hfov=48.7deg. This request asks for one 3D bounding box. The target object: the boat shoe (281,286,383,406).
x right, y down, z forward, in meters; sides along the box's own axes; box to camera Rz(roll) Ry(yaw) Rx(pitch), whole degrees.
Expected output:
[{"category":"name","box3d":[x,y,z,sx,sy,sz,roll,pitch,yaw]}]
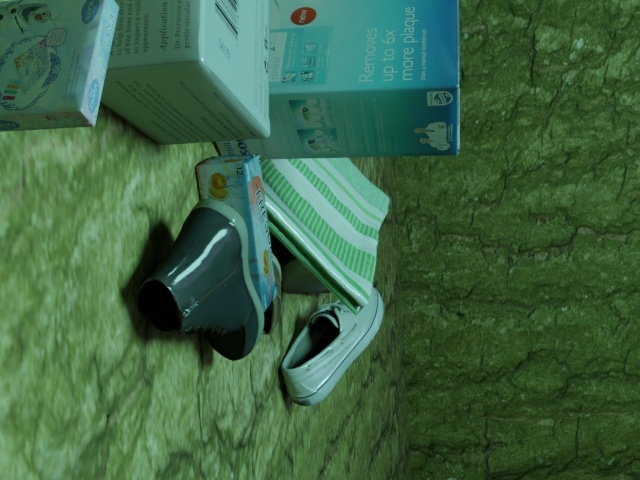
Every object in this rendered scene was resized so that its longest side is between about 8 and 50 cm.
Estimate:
[{"category":"boat shoe","box3d":[0.018,0.150,1.180,0.267,0.096,0.088,-47,130,-36]}]

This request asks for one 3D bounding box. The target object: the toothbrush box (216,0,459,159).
[{"category":"toothbrush box","box3d":[0.020,-0.219,0.860,0.126,0.295,0.217,72,22,-57]}]

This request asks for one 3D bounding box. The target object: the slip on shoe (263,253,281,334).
[{"category":"slip on shoe","box3d":[-0.079,0.068,0.949,0.041,0.051,0.135,-79,170,-51]}]

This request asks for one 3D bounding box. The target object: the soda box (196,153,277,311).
[{"category":"soda box","box3d":[-0.097,-0.008,0.840,0.058,0.062,0.183,-55,142,-68]}]

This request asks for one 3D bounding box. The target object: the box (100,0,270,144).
[{"category":"box","box3d":[-0.123,-0.198,0.628,0.182,0.118,0.181,38,52,-74]}]

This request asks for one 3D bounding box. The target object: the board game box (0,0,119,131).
[{"category":"board game box","box3d":[-0.178,-0.112,0.444,0.020,0.089,0.090,60,31,-64]}]

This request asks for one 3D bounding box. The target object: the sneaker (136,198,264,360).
[{"category":"sneaker","box3d":[-0.126,0.073,0.723,0.118,0.083,0.222,-55,152,-39]}]

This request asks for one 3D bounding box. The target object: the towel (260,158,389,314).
[{"category":"towel","box3d":[0.006,-0.063,1.069,0.248,0.038,0.325,44,29,-15]}]

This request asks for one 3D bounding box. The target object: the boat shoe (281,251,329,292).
[{"category":"boat shoe","box3d":[0.000,0.000,1.195,0.340,0.127,0.158,32,44,-77]}]
